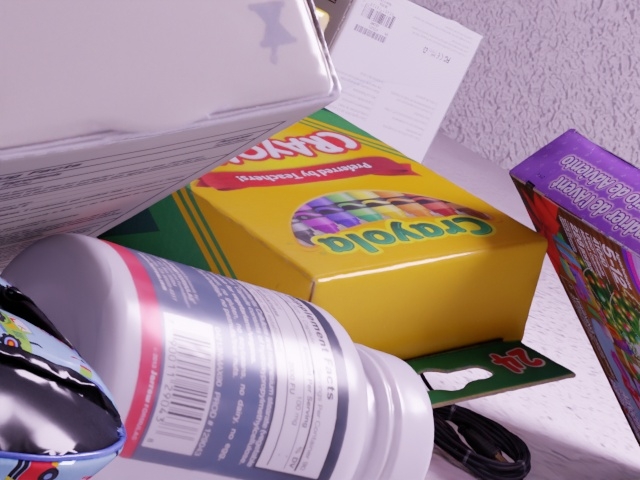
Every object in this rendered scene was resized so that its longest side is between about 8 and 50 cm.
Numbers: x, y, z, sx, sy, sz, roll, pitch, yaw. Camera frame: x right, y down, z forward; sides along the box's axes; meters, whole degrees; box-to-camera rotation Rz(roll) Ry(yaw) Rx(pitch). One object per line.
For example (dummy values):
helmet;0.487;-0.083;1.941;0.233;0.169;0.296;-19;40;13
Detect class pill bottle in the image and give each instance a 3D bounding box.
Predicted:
pill bottle;-0.044;0.069;0.660;0.180;0.108;0.108;19;12;-40

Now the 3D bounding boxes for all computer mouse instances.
computer mouse;0.058;0.090;1.051;0.071;0.041;0.242;3;27;-29

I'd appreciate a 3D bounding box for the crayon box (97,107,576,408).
crayon box;0.000;0.000;1.060;0.202;0.081;0.318;-9;31;-40

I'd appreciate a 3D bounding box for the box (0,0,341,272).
box;-0.128;-0.065;0.597;0.148;0.127;0.232;-14;-7;-37

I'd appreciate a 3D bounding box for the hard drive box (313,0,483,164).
hard drive box;0.015;-0.112;1.419;0.089;0.232;0.181;33;11;40

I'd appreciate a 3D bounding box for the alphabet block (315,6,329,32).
alphabet block;-0.138;-0.144;1.298;0.192;0.197;0.193;21;10;-29

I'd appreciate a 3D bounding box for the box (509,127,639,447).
box;0.240;0.084;1.029;0.293;0.057;0.201;60;-10;-31

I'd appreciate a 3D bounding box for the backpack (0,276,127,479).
backpack;-0.151;0.050;0.451;0.173;0.117;0.158;16;13;-43
